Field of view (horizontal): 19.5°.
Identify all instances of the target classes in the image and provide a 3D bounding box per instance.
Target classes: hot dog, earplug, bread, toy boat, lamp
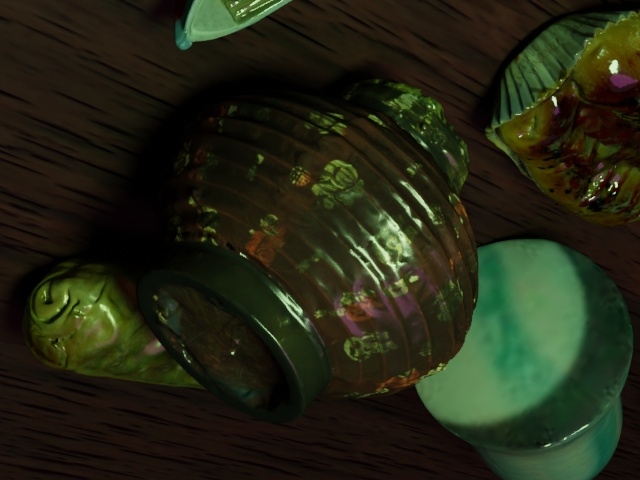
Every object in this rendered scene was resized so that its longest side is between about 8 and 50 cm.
[{"bbox_3d":[0.228,-0.086,1.424,0.163,0.082,0.270,-35,148,14],"label":"hot dog"},{"bbox_3d":[0.200,0.142,1.655,0.185,0.185,0.324,-29,154,2],"label":"earplug"},{"bbox_3d":[-0.104,0.065,1.385,0.269,0.098,0.087,9,94,-44],"label":"bread"},{"bbox_3d":[-0.018,-0.172,1.137,0.173,0.058,0.069,-29,148,2],"label":"toy boat"},{"bbox_3d":[0.000,0.000,1.247,0.247,0.247,0.247,-19,147,-13],"label":"lamp"}]
